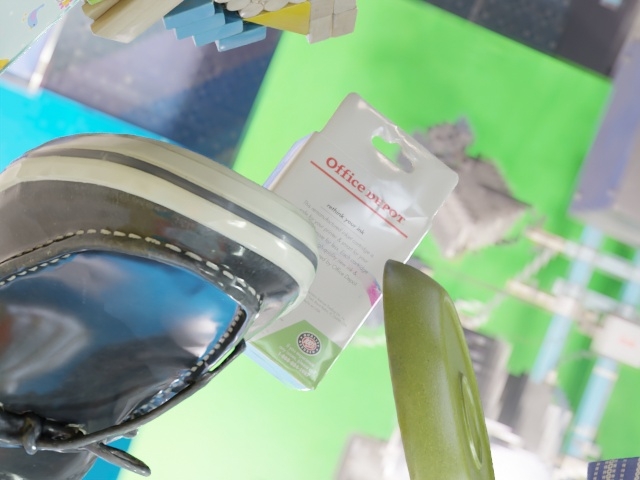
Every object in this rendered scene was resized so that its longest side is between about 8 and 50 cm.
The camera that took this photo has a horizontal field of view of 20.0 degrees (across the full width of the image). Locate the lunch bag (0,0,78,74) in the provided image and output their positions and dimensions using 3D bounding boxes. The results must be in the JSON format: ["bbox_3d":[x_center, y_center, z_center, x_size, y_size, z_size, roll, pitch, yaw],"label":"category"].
[{"bbox_3d":[-0.394,-0.313,2.150,0.279,0.108,0.224,-45,151,-18],"label":"lunch bag"}]

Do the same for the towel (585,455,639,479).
[{"bbox_3d":[0.399,0.306,1.887,0.336,0.040,0.243,-14,-140,37],"label":"towel"}]

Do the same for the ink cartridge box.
[{"bbox_3d":[0.000,0.000,2.409,0.353,0.207,0.119,-53,-171,-12],"label":"ink cartridge box"}]

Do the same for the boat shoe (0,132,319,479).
[{"bbox_3d":[-0.169,0.070,1.088,0.500,0.187,0.156,-24,-137,51],"label":"boat shoe"}]

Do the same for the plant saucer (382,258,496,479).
[{"bbox_3d":[0.088,0.127,1.248,0.241,0.037,0.241,-12,90,-81],"label":"plant saucer"}]

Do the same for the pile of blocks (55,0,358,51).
[{"bbox_3d":[-0.108,-0.233,1.403,0.149,0.362,0.112,-32,-114,26],"label":"pile of blocks"}]
